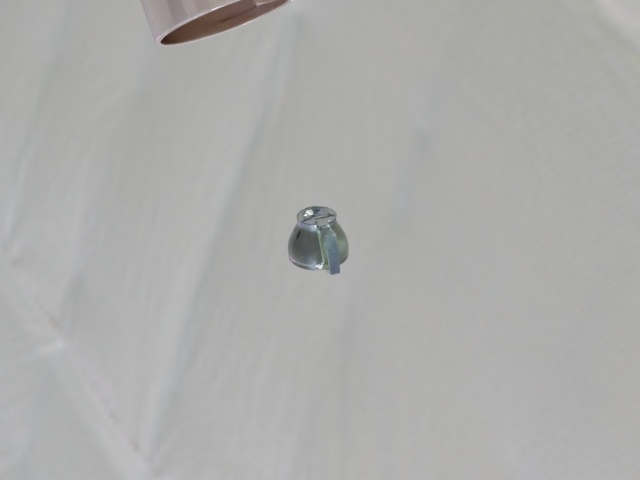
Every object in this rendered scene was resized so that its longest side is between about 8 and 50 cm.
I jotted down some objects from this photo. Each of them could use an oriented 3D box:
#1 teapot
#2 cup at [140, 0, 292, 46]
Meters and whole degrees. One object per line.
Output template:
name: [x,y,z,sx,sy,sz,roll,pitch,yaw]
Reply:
teapot: [0.000,0.000,1.861,0.088,0.066,0.057,-125,-154,-56]
cup: [-0.116,-0.374,2.132,0.191,0.253,0.200,21,49,-88]
